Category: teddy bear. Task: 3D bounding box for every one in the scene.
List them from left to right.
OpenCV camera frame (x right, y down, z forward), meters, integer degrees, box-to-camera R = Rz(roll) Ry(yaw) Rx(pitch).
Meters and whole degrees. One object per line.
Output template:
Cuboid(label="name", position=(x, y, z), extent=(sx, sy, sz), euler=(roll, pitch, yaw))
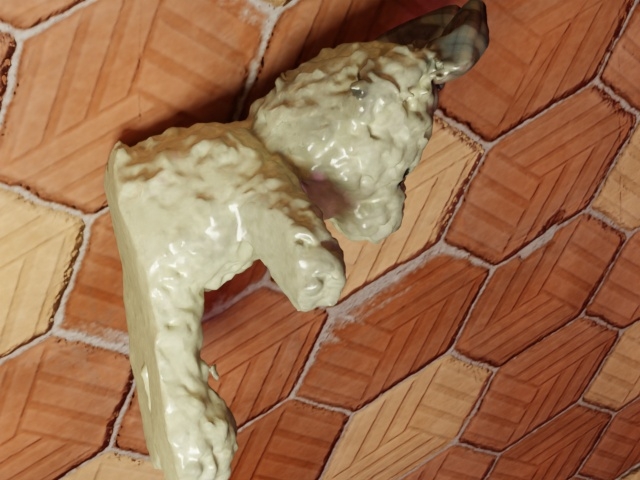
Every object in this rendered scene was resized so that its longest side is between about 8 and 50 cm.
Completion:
Cuboid(label="teddy bear", position=(0.000, 0.000, 1.473), extent=(0.362, 0.375, 0.327), euler=(-12, -176, -12))
